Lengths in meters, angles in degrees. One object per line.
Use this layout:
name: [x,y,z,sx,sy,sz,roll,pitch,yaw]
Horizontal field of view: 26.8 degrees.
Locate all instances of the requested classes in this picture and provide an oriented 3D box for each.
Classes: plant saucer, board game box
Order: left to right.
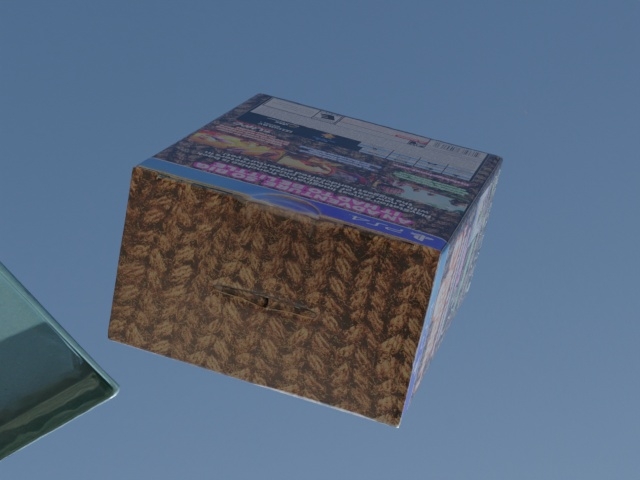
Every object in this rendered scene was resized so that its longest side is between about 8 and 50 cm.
plant saucer: [-0.149,0.018,0.496,0.067,0.018,0.192,-29,-45,3]
board game box: [0.000,0.000,1.085,0.232,0.291,0.141,16,-70,12]
